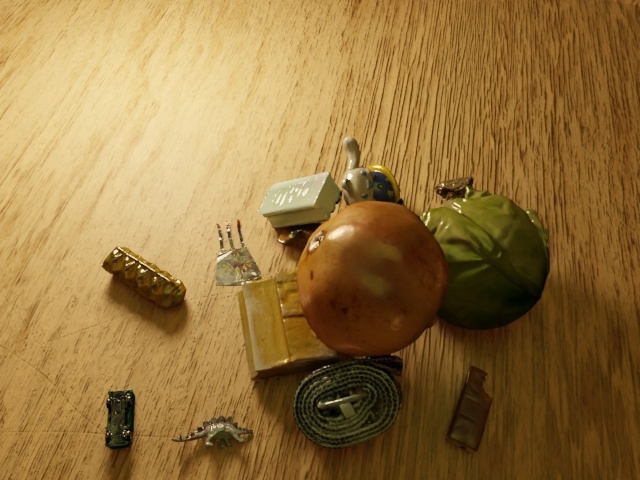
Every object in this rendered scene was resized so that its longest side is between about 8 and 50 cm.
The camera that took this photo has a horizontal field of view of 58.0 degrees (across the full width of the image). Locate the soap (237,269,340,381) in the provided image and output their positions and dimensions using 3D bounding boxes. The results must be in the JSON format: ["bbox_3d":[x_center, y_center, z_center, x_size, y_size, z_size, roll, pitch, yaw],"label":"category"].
[{"bbox_3d":[-0.092,0.235,1.634,0.260,0.143,0.281,-9,61,-11],"label":"soap"}]

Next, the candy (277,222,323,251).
[{"bbox_3d":[0.000,0.000,1.826,0.272,0.101,0.143,22,47,18],"label":"candy"}]

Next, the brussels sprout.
[{"bbox_3d":[0.467,0.067,1.667,0.426,0.342,0.361,-22,54,-15],"label":"brussels sprout"}]

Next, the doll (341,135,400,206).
[{"bbox_3d":[0.139,-0.185,1.878,0.243,0.160,0.310,-18,95,-32],"label":"doll"}]

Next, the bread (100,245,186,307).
[{"bbox_3d":[-0.514,0.111,1.707,0.270,0.098,0.087,29,99,13],"label":"bread"}]

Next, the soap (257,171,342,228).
[{"bbox_3d":[-0.068,-0.126,1.831,0.262,0.094,0.150,-6,42,40],"label":"soap"}]

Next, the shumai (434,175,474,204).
[{"bbox_3d":[0.466,-0.149,1.964,0.146,0.145,0.116,-9,75,-11],"label":"shumai"}]

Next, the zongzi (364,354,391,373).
[{"bbox_3d":[0.109,0.359,1.597,0.176,0.078,0.160,5,57,1],"label":"zongzi"}]

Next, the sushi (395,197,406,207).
[{"bbox_3d":[0.248,0.003,1.791,0.051,0.192,0.215,6,45,45],"label":"sushi"}]

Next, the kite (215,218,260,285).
[{"bbox_3d":[-0.275,0.035,1.825,0.141,0.015,0.245,-8,57,-14],"label":"kite"}]

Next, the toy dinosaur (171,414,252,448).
[{"bbox_3d":[-0.278,0.496,1.487,0.209,0.039,0.082,-2,52,-20],"label":"toy dinosaur"}]

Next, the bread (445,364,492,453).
[{"bbox_3d":[0.413,0.457,1.575,0.088,0.049,0.226,24,56,11],"label":"bread"}]

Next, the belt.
[{"bbox_3d":[0.078,0.405,1.460,0.295,0.160,0.206,-12,80,5],"label":"belt"}]

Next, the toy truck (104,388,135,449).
[{"bbox_3d":[-0.511,0.456,1.471,0.065,0.079,0.147,-4,55,-9],"label":"toy truck"}]

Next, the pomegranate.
[{"bbox_3d":[0.141,0.111,1.476,0.412,0.411,0.411,2,55,-4],"label":"pomegranate"}]
